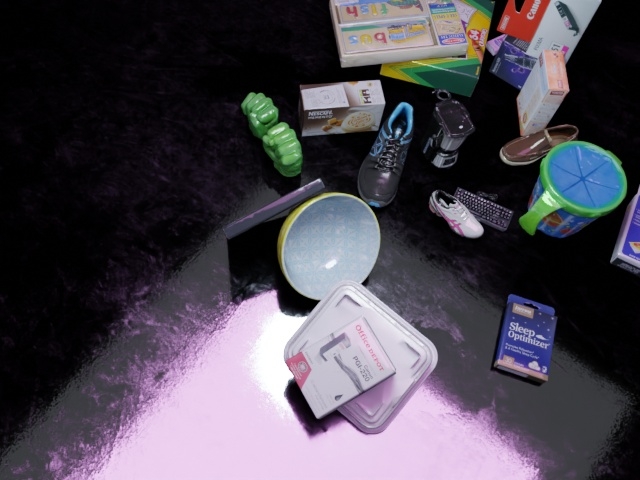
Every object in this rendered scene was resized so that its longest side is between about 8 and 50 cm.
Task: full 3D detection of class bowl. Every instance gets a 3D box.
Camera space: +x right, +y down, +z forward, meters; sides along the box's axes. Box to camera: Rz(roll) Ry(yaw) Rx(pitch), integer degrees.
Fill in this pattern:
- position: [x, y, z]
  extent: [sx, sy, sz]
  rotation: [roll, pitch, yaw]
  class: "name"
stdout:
- position: [0.000, 0.000, 1.732]
  extent: [0.289, 0.289, 0.156]
  rotation: [-26, 25, -17]
  class: "bowl"

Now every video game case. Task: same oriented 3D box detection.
- position: [-0.128, -0.081, 1.706]
  extent: [0.274, 0.248, 0.035]
  rotation: [-29, 93, -6]
  class: "video game case"

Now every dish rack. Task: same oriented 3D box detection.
- position: [0.097, 0.284, 1.616]
  extent: [0.333, 0.072, 0.285]
  rotation: [39, 83, 13]
  class: "dish rack"

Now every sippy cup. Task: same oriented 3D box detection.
- position: [0.708, -0.126, 1.840]
  extent: [0.305, 0.224, 0.240]
  rotation: [1, 63, -4]
  class: "sippy cup"

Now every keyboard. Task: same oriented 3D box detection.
- position: [0.485, -0.106, 1.923]
  extent: [0.180, 0.023, 0.108]
  rotation: [25, 63, 7]
  class: "keyboard"

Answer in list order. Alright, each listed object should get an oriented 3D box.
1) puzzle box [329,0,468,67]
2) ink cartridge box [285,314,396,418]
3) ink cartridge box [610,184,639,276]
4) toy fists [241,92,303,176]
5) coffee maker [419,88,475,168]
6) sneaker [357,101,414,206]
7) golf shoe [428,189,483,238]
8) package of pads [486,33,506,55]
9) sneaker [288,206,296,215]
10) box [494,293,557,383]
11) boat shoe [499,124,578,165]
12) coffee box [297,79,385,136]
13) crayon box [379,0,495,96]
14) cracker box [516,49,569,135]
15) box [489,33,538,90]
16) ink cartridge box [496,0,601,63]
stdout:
- position: [0.245, -0.693, 2.076]
  extent: [0.408, 0.052, 0.272]
  rotation: [-7, 63, -4]
  class: "puzzle box"
- position: [0.050, 0.301, 1.534]
  extent: [0.218, 0.092, 0.159]
  rotation: [-30, 76, -3]
  class: "ink cartridge box"
- position: [1.040, 0.002, 1.895]
  extent: [0.303, 0.072, 0.307]
  rotation: [26, 61, 10]
  class: "ink cartridge box"
- position: [-0.143, -0.318, 1.908]
  extent: [0.096, 0.142, 0.279]
  rotation: [-26, 67, -17]
  class: "toy fists"
- position: [0.376, -0.332, 1.941]
  extent: [0.120, 0.178, 0.171]
  rotation: [4, 65, -6]
  class: "coffee maker"
- position: [0.196, -0.259, 1.910]
  extent: [0.125, 0.140, 0.341]
  rotation: [16, 64, 1]
  class: "sneaker"
- position: [0.392, -0.074, 1.860]
  extent: [0.186, 0.086, 0.067]
  rotation: [38, 77, 13]
  class: "golf shoe"
- position: [0.615, -0.673, 2.222]
  extent: [0.083, 0.032, 0.050]
  rotation: [-27, 71, -17]
  class: "package of pads"
- position: [-0.068, -0.038, 1.812]
  extent: [0.042, 0.067, 0.118]
  rotation: [-8, 63, -9]
  class: "sneaker"
- position: [0.557, 0.255, 1.736]
  extent: [0.136, 0.036, 0.225]
  rotation: [18, 61, 4]
  class: "box"
- position: [0.681, -0.309, 2.003]
  extent: [0.257, 0.095, 0.095]
  rotation: [-17, 66, -13]
  class: "boat shoe"
- position: [0.060, -0.404, 1.972]
  extent: [0.246, 0.141, 0.098]
  rotation: [-5, 64, -9]
  class: "coffee box"
- position: [0.395, -0.683, 2.165]
  extent: [0.313, 0.106, 0.363]
  rotation: [16, 63, 3]
  class: "crayon box"
- position: [0.685, -0.452, 2.001]
  extent: [0.067, 0.232, 0.156]
  rotation: [5, 63, -2]
  class: "cracker box"
- position: [0.684, -0.584, 2.115]
  extent: [0.207, 0.153, 0.108]
  rotation: [35, 66, 14]
  class: "box"
- position: [0.667, -0.664, 1.914]
  extent: [0.239, 0.275, 0.060]
  rotation: [23, 64, 8]
  class: "ink cartridge box"
